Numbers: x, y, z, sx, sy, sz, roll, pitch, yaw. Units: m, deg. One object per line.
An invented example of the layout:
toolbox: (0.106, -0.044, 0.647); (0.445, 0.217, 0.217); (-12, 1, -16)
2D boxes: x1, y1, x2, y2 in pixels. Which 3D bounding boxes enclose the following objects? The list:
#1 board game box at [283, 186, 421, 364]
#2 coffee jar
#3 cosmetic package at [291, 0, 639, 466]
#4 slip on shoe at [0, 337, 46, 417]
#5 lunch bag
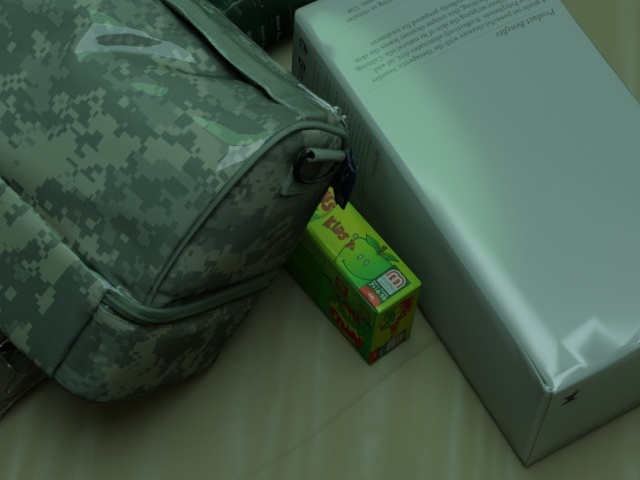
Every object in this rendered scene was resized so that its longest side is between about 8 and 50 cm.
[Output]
board game box: (0.000, 0.000, 1.444); (0.043, 0.092, 0.181); (-34, 69, -19)
coffee jar: (-0.059, -0.200, 1.556); (0.184, 0.079, 0.096); (-30, 64, -17)
cosmetic package: (0.145, -0.041, 1.440); (0.197, 0.155, 0.365); (-25, 66, -15)
slip on shoe: (-0.236, 0.098, 1.405); (0.135, 0.041, 0.051); (-32, 68, -19)
lunch bag: (-0.147, -0.069, 1.353); (0.305, 0.256, 0.212); (44, 29, 20)
